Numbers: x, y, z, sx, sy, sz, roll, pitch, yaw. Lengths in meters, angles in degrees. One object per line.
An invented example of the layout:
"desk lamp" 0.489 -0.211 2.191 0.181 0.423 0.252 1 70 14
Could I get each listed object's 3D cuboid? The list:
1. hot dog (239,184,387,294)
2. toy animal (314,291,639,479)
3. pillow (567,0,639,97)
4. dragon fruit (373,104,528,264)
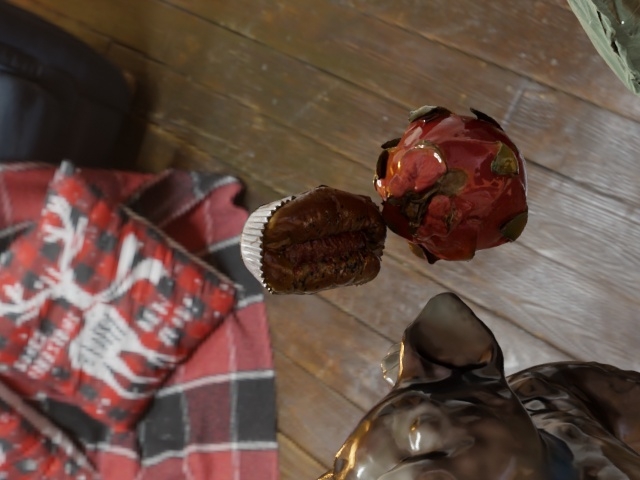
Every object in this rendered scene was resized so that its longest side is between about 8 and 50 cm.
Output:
"hot dog" 0.000 0.000 1.538 0.075 0.268 0.144 18 104 38
"toy animal" 0.114 0.154 0.781 0.302 0.344 0.194 32 102 29
"pillow" 0.499 -0.386 1.860 0.138 0.310 0.283 -29 18 42
"dragon fruit" 0.174 -0.074 1.593 0.224 0.227 0.224 -5 77 23
